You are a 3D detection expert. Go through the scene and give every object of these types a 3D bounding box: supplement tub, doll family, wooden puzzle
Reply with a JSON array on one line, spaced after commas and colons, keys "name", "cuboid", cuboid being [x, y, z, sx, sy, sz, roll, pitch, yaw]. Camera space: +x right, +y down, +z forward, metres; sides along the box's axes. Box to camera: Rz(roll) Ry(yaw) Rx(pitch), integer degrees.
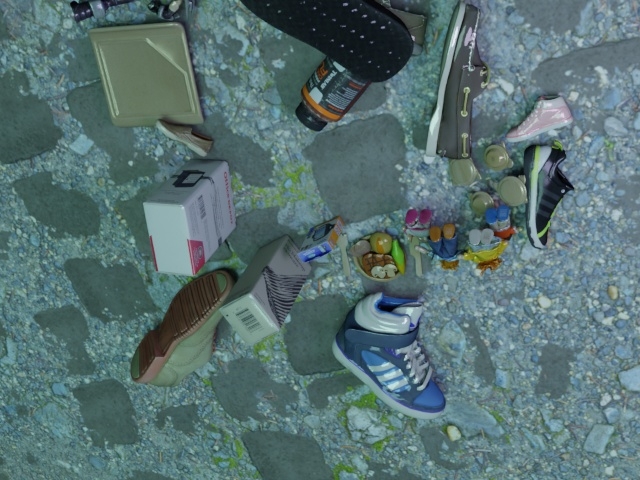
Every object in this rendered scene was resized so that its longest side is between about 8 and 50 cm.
[{"name": "supplement tub", "cuboid": [0.031, -0.312, 1.703, 0.106, 0.106, 0.198, 38, 121, -6]}, {"name": "doll family", "cuboid": [0.294, 0.014, 1.780, 0.263, 0.118, 0.163, 0, 158, 17]}, {"name": "wooden puzzle", "cuboid": [-0.375, -0.359, 1.838, 0.221, 0.044, 0.238, 0, 123, 16]}]

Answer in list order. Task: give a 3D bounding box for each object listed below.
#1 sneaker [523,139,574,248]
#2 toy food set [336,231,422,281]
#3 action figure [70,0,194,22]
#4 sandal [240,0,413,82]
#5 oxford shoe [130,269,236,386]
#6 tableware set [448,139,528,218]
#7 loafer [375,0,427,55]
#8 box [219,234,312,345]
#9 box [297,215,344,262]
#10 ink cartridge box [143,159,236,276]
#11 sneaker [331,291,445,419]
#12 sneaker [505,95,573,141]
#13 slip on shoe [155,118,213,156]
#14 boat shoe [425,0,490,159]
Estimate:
[{"name": "sneaker", "cuboid": [0.465, -0.087, 1.712, 0.097, 0.084, 0.234, -1, 118, 16]}, {"name": "toy food set", "cuboid": [0.131, 0.040, 1.907, 0.192, 0.038, 0.132, -2, 118, 18]}, {"name": "action figure", "cuboid": [-0.364, -0.521, 1.691, 0.285, 0.099, 0.185, -9, 121, -4]}, {"name": "sandal", "cuboid": [-0.015, -0.433, 1.491, 0.167, 0.107, 0.446, -40, 133, 19]}, {"name": "oxford shoe", "cuboid": [-0.316, 0.225, 2.114, 0.146, 0.140, 0.397, 25, 123, -35]}, {"name": "tableware set", "cuboid": [0.344, -0.123, 1.731, 0.169, 0.020, 0.141, -20, 95, 45]}, {"name": "loafer", "cuboid": [0.096, -0.444, 1.631, 0.251, 0.094, 0.087, 24, 98, -8]}, {"name": "box", "cuboid": [-0.116, 0.106, 1.877, 0.094, 0.275, 0.113, -29, 108, 28]}, {"name": "box", "cuboid": [0.000, 0.000, 1.866, 0.081, 0.136, 0.028, -23, 109, 25]}, {"name": "ink cartridge box", "cuboid": [-0.282, -0.056, 1.861, 0.100, 0.237, 0.172, 5, 120, 17]}, {"name": "sneaker", "cuboid": [0.201, 0.255, 1.952, 0.323, 0.130, 0.236, 36, 126, 2]}, {"name": "sneaker", "cuboid": [0.421, -0.244, 1.659, 0.134, 0.051, 0.070, -18, 110, 21]}, {"name": "slip on shoe", "cuboid": [-0.300, -0.236, 1.864, 0.135, 0.051, 0.041, 32, 107, -22]}, {"name": "boat shoe", "cuboid": [0.275, -0.302, 1.635, 0.097, 0.116, 0.324, 10, 125, 5]}]
